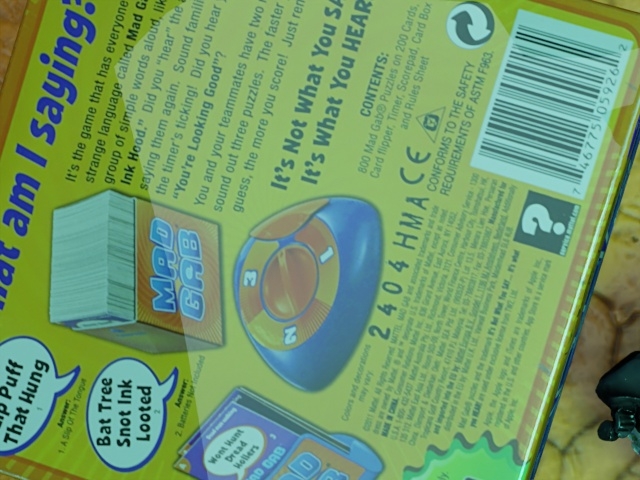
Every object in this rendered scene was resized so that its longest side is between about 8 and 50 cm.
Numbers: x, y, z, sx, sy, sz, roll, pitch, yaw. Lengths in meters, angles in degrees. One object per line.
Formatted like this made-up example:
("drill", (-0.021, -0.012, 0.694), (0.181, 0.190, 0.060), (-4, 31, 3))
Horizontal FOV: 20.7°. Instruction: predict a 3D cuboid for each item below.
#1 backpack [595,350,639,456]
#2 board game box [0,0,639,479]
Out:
("backpack", (0.298, 0.133, 1.216), (0.152, 0.115, 0.182), (-39, 84, 19))
("board game box", (0.000, 0.000, 1.145), (0.356, 0.356, 0.356), (18, 93, 9))
